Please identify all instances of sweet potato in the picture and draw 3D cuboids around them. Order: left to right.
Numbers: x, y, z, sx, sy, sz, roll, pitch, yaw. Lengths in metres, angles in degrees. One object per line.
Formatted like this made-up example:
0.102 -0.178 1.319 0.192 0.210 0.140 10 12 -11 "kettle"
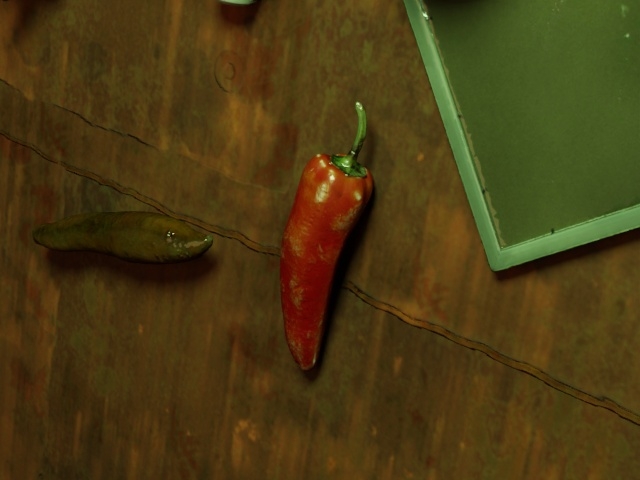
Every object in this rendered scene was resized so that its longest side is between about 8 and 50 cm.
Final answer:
-0.201 -0.004 1.465 0.264 0.057 0.057 3 102 44 "sweet potato"

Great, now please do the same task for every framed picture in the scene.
0.182 -0.141 1.132 0.231 0.018 0.293 -20 87 42 "framed picture"

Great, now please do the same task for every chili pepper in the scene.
0.000 0.000 1.294 0.071 0.063 0.272 41 127 41 "chili pepper"

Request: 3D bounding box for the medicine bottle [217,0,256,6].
-0.074 -0.261 1.299 0.052 0.052 0.089 31 118 31 "medicine bottle"
